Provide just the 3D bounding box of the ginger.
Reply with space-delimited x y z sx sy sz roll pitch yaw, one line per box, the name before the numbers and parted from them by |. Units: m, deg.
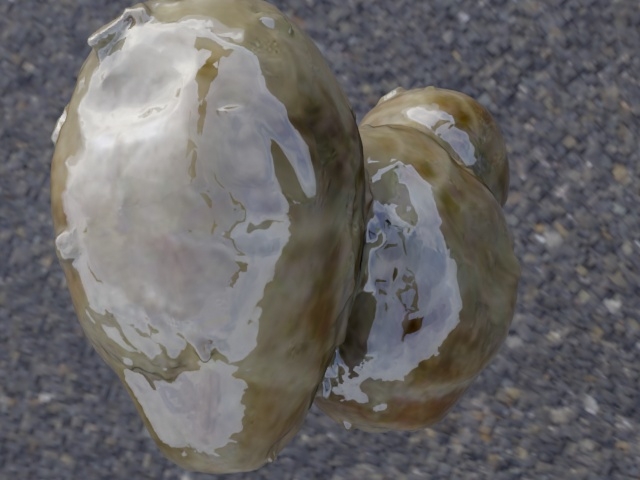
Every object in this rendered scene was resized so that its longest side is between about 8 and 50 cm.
ginger | 0.000 0.000 0.801 0.155 0.304 0.244 -15 74 39
